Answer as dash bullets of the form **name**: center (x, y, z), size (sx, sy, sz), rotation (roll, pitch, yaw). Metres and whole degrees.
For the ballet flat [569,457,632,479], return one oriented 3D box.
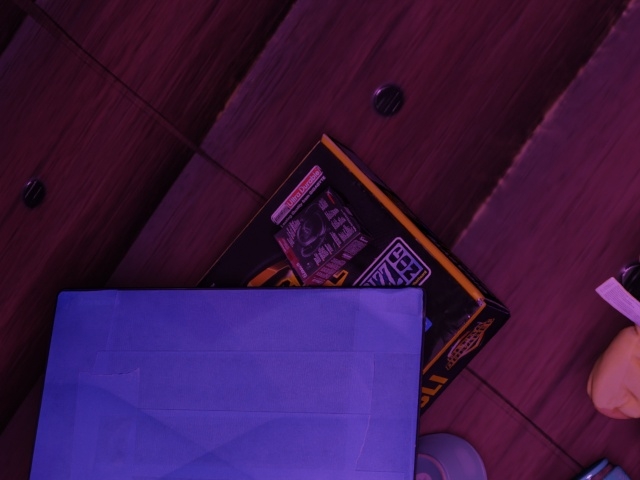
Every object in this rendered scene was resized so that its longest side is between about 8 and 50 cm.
- **ballet flat**: center (0.178, 0.286, 1.269), size (0.247, 0.083, 0.087), rotation (-35, 82, 21)

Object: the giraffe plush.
- **giraffe plush**: center (0.314, 0.058, 1.207), size (0.181, 0.210, 0.170), rotation (-20, 26, 34)

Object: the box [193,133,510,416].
- **box**: center (-0.009, 0.099, 1.425), size (0.322, 0.079, 0.257), rotation (-49, 61, 11)

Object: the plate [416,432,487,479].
- **plate**: center (0.075, 0.256, 1.314), size (0.188, 0.024, 0.188), rotation (-37, 32, 28)

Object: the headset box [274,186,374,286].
- **headset box**: center (0.000, 0.000, 1.380), size (0.083, 0.032, 0.062), rotation (-43, 60, 15)

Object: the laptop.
- **laptop**: center (-0.128, 0.207, 1.225), size (0.382, 0.408, 0.236), rotation (-1, 104, 17)
